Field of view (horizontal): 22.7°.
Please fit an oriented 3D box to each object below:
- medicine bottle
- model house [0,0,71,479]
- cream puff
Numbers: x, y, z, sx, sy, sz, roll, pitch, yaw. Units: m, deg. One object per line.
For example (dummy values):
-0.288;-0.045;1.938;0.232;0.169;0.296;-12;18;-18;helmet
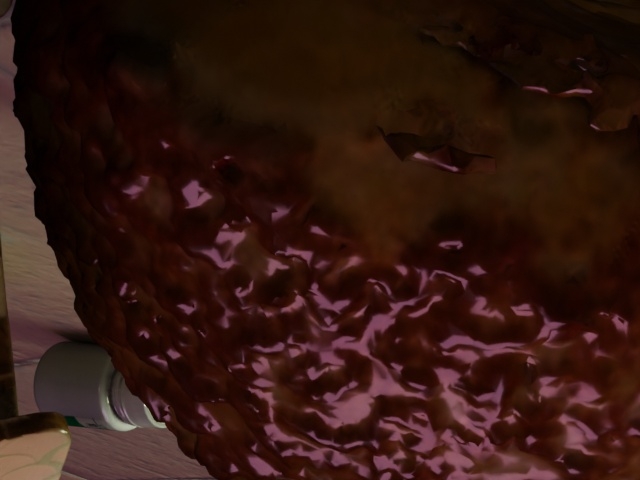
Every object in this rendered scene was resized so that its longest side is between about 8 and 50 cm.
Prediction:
-0.194;0.137;1.479;0.130;0.080;0.080;3;158;32;medicine bottle
-0.204;0.037;0.537;0.169;0.244;0.326;-11;-178;-28;model house
0.045;-0.005;0.568;0.350;0.228;0.350;22;-160;-9;cream puff
